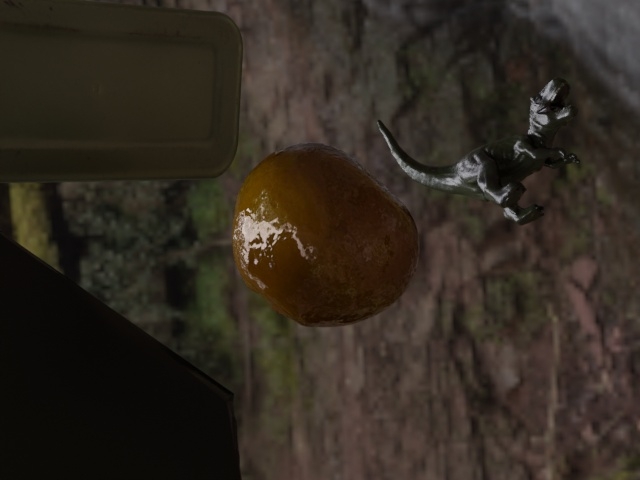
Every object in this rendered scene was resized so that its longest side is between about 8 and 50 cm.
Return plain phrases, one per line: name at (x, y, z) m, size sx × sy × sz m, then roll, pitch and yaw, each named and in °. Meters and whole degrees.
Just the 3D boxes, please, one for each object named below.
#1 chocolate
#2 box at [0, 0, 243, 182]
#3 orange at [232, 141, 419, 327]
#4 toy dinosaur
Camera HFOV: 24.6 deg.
chocolate at (-0.260, 0.229, 1.088) m, size 0.331 × 0.384 × 0.383 m, roll 112°, pitch 160°, yaw -70°
box at (-0.308, -0.147, 1.351) m, size 0.352 × 0.344 × 0.177 m, roll -3°, pitch -81°, yaw -46°
orange at (0.000, 0.000, 1.182) m, size 0.136 × 0.159 × 0.159 m, roll -51°, pitch -10°, yaw 7°
toy dinosaur at (0.182, -0.109, 1.555) m, size 0.179 × 0.187 × 0.087 m, roll 52°, pitch -173°, yaw 33°
